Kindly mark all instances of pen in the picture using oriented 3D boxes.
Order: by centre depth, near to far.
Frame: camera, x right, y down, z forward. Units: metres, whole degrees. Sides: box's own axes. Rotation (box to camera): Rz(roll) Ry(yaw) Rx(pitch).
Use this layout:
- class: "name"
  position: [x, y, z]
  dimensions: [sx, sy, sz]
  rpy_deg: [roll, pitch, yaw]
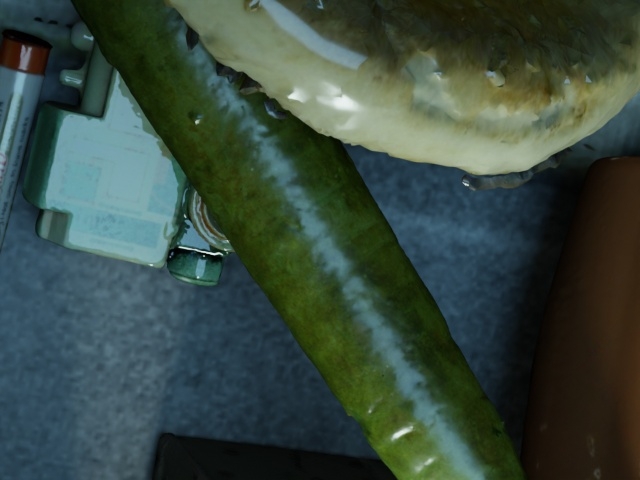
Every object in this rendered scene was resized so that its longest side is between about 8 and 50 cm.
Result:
- class: "pen"
  position: [-0.166, 0.008, 0.937]
  dimensions: [0.026, 0.026, 0.218]
  rpy_deg: [13, 97, -21]

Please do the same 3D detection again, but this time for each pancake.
- class: "pancake"
  position: [0.039, -0.207, 0.862]
  dimensions: [0.382, 0.071, 0.382]
  rpy_deg: [11, 70, -31]

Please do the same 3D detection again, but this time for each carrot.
- class: "carrot"
  position: [0.000, 0.000, 0.856]
  dimensions: [0.074, 0.074, 0.358]
  rpy_deg: [-33, 92, -10]

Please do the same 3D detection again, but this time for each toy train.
- class: "toy train"
  position: [-0.064, -0.078, 0.926]
  dimensions: [0.125, 0.081, 0.194]
  rpy_deg: [12, 96, -13]

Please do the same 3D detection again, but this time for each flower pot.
- class: "flower pot"
  position: [0.197, 0.046, 0.999]
  dimensions: [0.191, 0.190, 0.173]
  rpy_deg: [6, 88, -20]

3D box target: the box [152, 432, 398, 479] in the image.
- class: "box"
  position: [0.016, 0.270, 0.971]
  dimensions: [0.225, 0.190, 0.297]
  rpy_deg: [10, 97, -20]
